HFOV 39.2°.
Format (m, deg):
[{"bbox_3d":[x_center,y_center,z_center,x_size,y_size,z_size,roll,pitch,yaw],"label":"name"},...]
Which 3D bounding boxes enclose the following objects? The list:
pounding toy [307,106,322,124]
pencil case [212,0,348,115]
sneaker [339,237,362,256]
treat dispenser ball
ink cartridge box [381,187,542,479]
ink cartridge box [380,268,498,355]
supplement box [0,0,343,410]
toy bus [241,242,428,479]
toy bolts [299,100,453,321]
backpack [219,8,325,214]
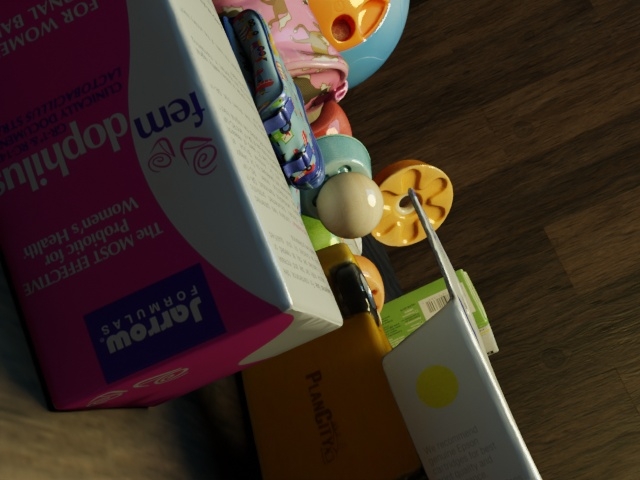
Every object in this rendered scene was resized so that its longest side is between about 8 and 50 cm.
[{"bbox_3d":[-0.023,-0.180,1.543,0.181,0.094,0.206,61,16,-73],"label":"pounding toy"},{"bbox_3d":[-0.099,-0.316,1.060,0.160,0.167,0.386,40,29,-72],"label":"pencil case"},{"bbox_3d":[0.000,0.000,1.052,0.262,0.099,0.121,55,17,-52],"label":"sneaker"},{"bbox_3d":[-0.018,-0.346,1.275,0.288,0.288,0.288,-24,90,-83],"label":"treat dispenser ball"},{"bbox_3d":[0.114,0.154,0.593,0.307,0.072,0.303,66,7,20],"label":"ink cartridge box"},{"bbox_3d":[0.177,0.171,1.403,0.255,0.189,0.097,56,11,-57],"label":"ink cartridge box"},{"bbox_3d":[-0.087,-0.041,0.427,0.114,0.111,0.220,36,30,-76],"label":"supplement box"},{"bbox_3d":[0.027,0.161,0.609,0.130,0.108,0.332,58,10,-46],"label":"toy bus"},{"bbox_3d":[0.048,-0.016,0.878,0.158,0.218,0.228,57,-9,50],"label":"toy bolts"},{"bbox_3d":[-0.062,-0.076,0.737,0.173,0.117,0.158,63,8,-45],"label":"backpack"}]
